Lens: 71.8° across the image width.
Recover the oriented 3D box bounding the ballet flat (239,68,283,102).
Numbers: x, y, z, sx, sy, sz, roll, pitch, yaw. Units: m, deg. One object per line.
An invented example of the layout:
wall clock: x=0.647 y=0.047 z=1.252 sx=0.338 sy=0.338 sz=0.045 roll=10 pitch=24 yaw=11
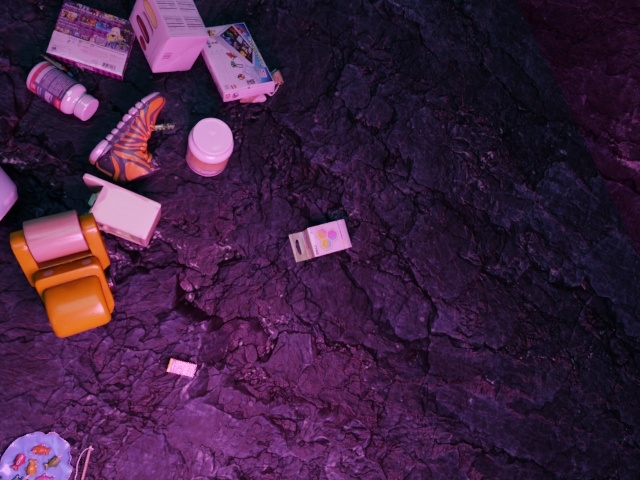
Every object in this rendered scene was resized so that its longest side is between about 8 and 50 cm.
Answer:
ballet flat: x=-0.213 y=-0.562 z=1.652 sx=0.206 sy=0.073 sz=0.067 roll=-45 pitch=111 yaw=-18

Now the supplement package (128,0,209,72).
supplement package: x=-0.511 y=-0.713 z=1.484 sx=0.149 sy=0.194 sz=0.203 roll=-24 pitch=88 yaw=-41

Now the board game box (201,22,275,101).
board game box: x=-0.311 y=-0.650 z=1.596 sx=0.192 sy=0.053 sz=0.306 roll=-19 pitch=71 yaw=-21

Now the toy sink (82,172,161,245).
toy sink: x=-0.629 y=-0.084 z=1.361 sx=0.234 sy=0.152 sz=0.131 roll=24 pitch=73 yaw=-15

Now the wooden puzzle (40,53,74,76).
wooden puzzle: x=-0.841 y=-0.563 z=1.417 sx=0.116 sy=0.078 sz=0.014 roll=35 pitch=91 yaw=-18

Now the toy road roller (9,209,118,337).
toy road roller: x=-0.680 y=0.106 z=1.211 sx=0.202 sy=0.240 sz=0.330 roll=-18 pitch=129 yaw=-23

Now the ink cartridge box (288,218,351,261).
ink cartridge box: x=0.000 y=0.000 z=1.624 sx=0.209 sy=0.062 sz=0.109 roll=-14 pitch=86 yaw=-22

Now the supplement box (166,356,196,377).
supplement box: x=-0.438 y=0.398 z=1.391 sx=0.083 sy=0.055 sz=0.043 roll=19 pitch=75 yaw=-15

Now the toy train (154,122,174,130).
toy train: x=-0.544 y=-0.392 z=1.519 sx=0.083 sy=0.023 sz=0.017 roll=-13 pitch=85 yaw=-22

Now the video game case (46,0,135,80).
video game case: x=-0.760 y=-0.672 z=1.482 sx=0.231 sy=0.042 sz=0.211 roll=13 pitch=76 yaw=-18

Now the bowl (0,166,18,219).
bowl: x=-0.953 y=-0.095 z=1.191 sx=0.163 sy=0.311 sz=0.312 roll=42 pitch=67 yaw=-32

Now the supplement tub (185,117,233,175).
supplement tub: x=-0.369 y=-0.309 z=1.472 sx=0.144 sy=0.199 sz=0.145 roll=4 pitch=79 yaw=-20

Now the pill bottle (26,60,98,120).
pill bottle: x=-0.806 y=-0.464 z=1.391 sx=0.180 sy=0.108 sz=0.108 roll=34 pitch=70 yaw=-11

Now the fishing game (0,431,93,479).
fishing game: x=-0.789 y=0.630 z=1.227 sx=0.263 sy=0.041 sz=0.189 roll=14 pitch=78 yaw=-17

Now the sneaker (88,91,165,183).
sneaker: x=-0.578 y=-0.320 z=1.449 sx=0.180 sy=0.124 sz=0.321 roll=40 pitch=83 yaw=-14
